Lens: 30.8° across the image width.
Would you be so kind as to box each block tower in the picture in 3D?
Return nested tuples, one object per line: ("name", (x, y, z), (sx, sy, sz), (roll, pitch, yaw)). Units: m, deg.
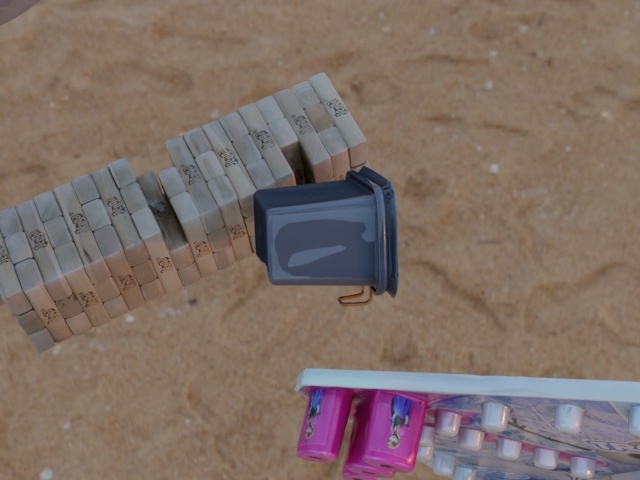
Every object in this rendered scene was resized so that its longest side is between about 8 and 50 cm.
("block tower", (-0.125, -0.022, 0.988), (0.335, 0.091, 0.097), (-23, 56, -9))

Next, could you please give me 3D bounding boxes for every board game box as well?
("board game box", (0.238, 0.164, 0.673), (0.390, 0.390, 0.050), (-1, 66, 34))

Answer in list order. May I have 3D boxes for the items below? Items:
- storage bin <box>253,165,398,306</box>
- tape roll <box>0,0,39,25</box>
("storage bin", (0.000, 0.000, 0.864), (0.091, 0.098, 0.135), (-3, 11, -7))
("tape roll", (-0.285, -0.263, 0.859), (0.219, 0.072, 0.219), (0, 76, 0))
